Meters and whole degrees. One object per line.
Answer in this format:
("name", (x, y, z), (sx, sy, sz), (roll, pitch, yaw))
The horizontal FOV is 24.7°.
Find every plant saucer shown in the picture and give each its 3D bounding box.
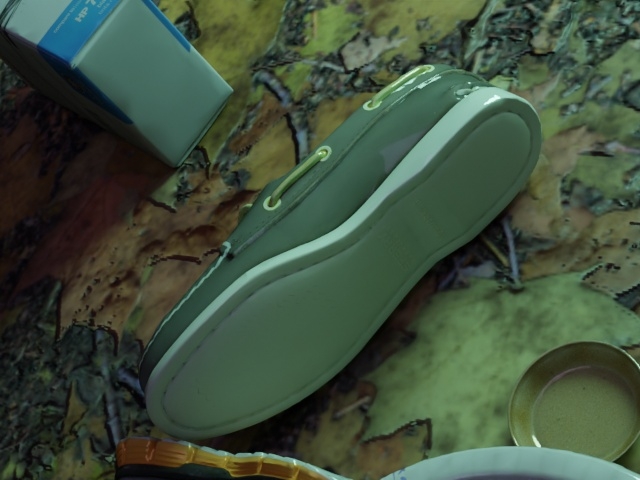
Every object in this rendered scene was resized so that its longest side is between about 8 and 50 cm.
("plant saucer", (0.148, 0.097, 0.833), (0.083, 0.015, 0.083), (-15, 54, 21))

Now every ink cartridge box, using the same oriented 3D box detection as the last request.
("ink cartridge box", (-0.180, -0.149, 1.105), (0.190, 0.139, 0.082), (31, 80, 40))

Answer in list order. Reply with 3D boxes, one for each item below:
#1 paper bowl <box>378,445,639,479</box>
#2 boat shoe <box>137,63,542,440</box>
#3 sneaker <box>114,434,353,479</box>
("paper bowl", (0.096, 0.251, 0.675), (0.284, 0.148, 0.284), (-16, 53, 22))
("boat shoe", (0.002, 0.003, 0.923), (0.305, 0.109, 0.091), (-41, 44, -8))
("sneaker", (-0.040, 0.169, 0.861), (0.214, 0.084, 0.083), (0, 68, 38))
